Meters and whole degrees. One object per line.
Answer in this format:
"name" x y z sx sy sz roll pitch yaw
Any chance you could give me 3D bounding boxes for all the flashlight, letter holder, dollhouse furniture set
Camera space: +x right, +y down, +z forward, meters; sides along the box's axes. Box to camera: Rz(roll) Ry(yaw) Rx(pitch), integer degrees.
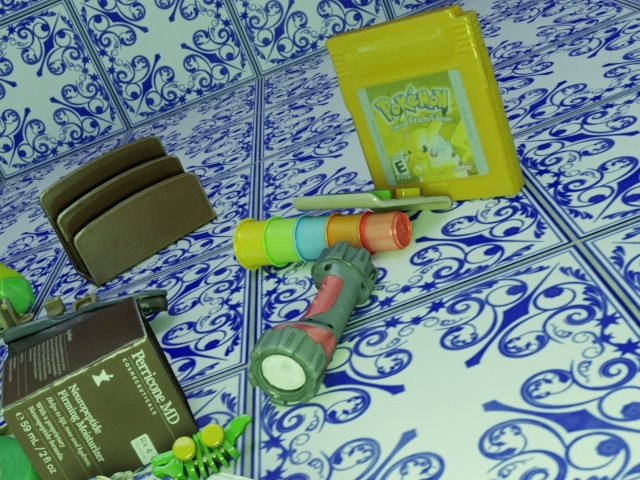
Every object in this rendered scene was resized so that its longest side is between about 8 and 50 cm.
"flashlight" -0.008 0.103 1.278 0.103 0.103 0.304 -16 24 25
"letter holder" -0.416 -0.078 1.943 0.301 0.214 0.152 -32 23 -22
"dollhouse furniture set" -0.507 0.122 1.693 0.151 0.123 0.144 -25 22 -5

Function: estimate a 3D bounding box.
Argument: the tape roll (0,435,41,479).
"tape roll" -0.499 0.381 1.150 0.321 0.077 0.321 -20 22 9

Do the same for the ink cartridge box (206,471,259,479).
"ink cartridge box" -0.103 0.332 0.851 0.158 0.092 0.218 -1 32 43

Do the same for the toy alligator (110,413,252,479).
"toy alligator" -0.163 0.274 1.107 0.189 0.056 0.051 -25 62 -5

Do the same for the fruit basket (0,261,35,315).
"fruit basket" -0.794 0.105 1.831 0.392 0.392 0.283 -8 26 33

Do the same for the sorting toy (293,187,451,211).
"sorting toy" 0.088 -0.070 1.533 0.193 0.038 0.208 -1 0 44

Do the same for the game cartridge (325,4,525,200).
"game cartridge" 0.173 -0.218 1.539 0.285 0.324 0.052 -4 26 40

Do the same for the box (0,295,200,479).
"box" -0.298 0.211 1.218 0.203 0.169 0.167 -27 21 -9

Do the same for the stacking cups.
"stacking cups" 0.000 0.000 1.535 0.316 0.096 0.096 -3 29 35

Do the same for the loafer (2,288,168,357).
"loafer" -0.400 0.163 1.575 0.302 0.095 0.109 -16 -8 7

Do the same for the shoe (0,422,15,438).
"shoe" -0.409 0.274 1.331 0.219 0.058 0.076 -27 22 -11

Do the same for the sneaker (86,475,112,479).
"sneaker" -0.270 0.312 1.072 0.185 0.084 0.069 -4 28 39
